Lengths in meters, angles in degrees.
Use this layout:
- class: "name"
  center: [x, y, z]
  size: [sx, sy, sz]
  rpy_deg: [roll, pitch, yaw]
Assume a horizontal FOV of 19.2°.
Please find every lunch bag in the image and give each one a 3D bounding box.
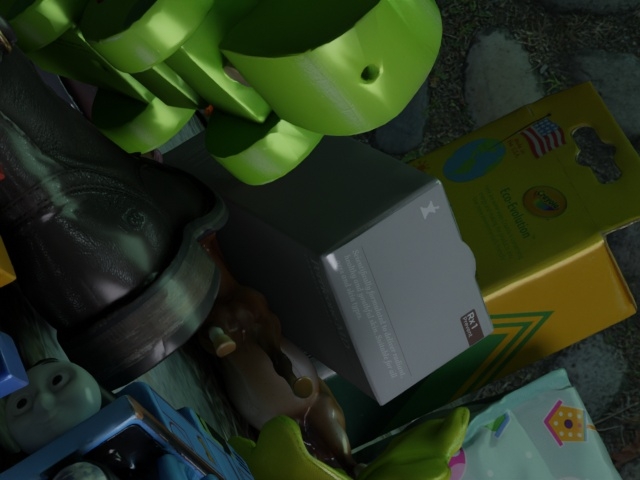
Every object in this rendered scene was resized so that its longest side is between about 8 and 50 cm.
- class: "lunch bag"
  center: [0.114, 0.234, 1.383]
  size: [0.223, 0.160, 0.262]
  rpy_deg: [63, -31, 2]

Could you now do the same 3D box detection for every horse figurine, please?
- class: "horse figurine"
  center: [-0.020, 0.099, 1.205]
  size: [0.263, 0.066, 0.174]
  rpy_deg: [56, -3, -25]

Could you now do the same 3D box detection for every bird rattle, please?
- class: "bird rattle"
  center: [0.033, 0.207, 1.004]
  size: [0.253, 0.143, 0.207]
  rpy_deg: [-103, -178, -56]

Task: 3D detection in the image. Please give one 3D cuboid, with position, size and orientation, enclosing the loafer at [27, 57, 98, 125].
- class: "loafer"
  center: [-0.163, -0.205, 1.155]
  size: [0.302, 0.095, 0.109]
  rpy_deg: [66, 6, 19]

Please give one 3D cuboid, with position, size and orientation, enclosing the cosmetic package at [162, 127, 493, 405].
- class: "cosmetic package"
  center: [0.000, 0.000, 1.267]
  size: [0.238, 0.107, 0.127]
  rpy_deg: [33, -30, 58]

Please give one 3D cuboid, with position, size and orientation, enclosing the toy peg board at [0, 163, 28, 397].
- class: "toy peg board"
  center: [-0.140, -0.013, 0.574]
  size: [0.161, 0.079, 0.161]
  rpy_deg: [65, 6, 15]

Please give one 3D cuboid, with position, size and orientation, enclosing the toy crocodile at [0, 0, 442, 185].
- class: "toy crocodile"
  center: [-0.074, -0.108, 0.934]
  size: [0.115, 0.105, 0.340]
  rpy_deg: [42, -14, -31]

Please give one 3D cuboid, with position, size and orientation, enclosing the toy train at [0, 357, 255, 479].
- class: "toy train"
  center: [-0.067, 0.109, 0.743]
  size: [0.105, 0.080, 0.184]
  rpy_deg: [57, 3, 33]

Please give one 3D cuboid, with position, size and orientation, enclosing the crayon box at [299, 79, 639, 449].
- class: "crayon box"
  center: [0.099, 0.020, 1.421]
  size: [0.081, 0.318, 0.202]
  rpy_deg: [60, 7, -34]

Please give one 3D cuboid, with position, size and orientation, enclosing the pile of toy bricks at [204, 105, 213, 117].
- class: "pile of toy bricks"
  center: [-0.118, -0.134, 1.242]
  size: [0.212, 0.105, 0.118]
  rpy_deg: [59, -13, 26]

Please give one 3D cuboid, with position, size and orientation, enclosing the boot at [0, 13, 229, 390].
- class: "boot"
  center: [-0.138, -0.066, 0.828]
  size: [0.229, 0.091, 0.263]
  rpy_deg: [54, 0, -16]

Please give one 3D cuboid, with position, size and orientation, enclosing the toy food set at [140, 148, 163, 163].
- class: "toy food set"
  center: [-0.106, -0.029, 1.278]
  size: [0.122, 0.019, 0.078]
  rpy_deg: [61, 6, -27]

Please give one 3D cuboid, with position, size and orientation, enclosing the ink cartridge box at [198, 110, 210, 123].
- class: "ink cartridge box"
  center: [-0.114, -0.217, 1.707]
  size: [0.212, 0.093, 0.154]
  rpy_deg: [52, 13, -56]
